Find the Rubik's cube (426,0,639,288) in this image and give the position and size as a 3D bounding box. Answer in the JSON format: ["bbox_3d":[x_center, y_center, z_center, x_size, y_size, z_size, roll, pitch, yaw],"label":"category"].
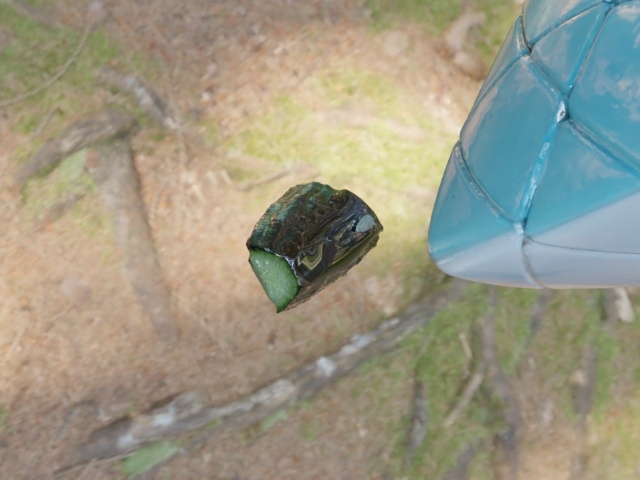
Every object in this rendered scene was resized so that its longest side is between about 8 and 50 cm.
[{"bbox_3d":[0.161,-0.050,0.666,0.254,0.254,0.254,18,60,-35],"label":"Rubik's cube"}]

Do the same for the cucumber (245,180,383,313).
[{"bbox_3d":[0.000,0.000,1.372,0.193,0.086,0.115,-38,113,-49],"label":"cucumber"}]
